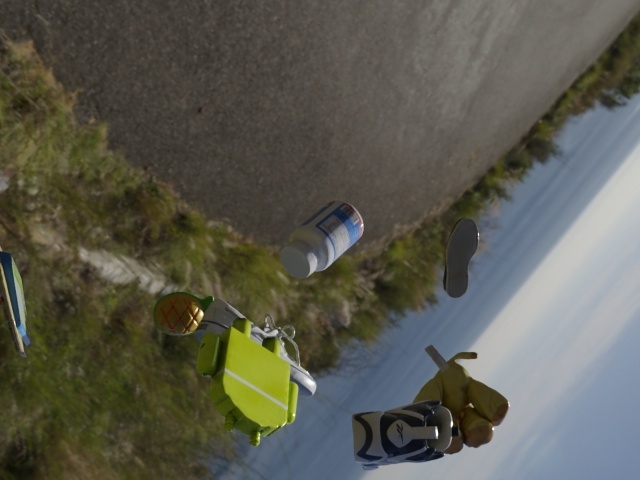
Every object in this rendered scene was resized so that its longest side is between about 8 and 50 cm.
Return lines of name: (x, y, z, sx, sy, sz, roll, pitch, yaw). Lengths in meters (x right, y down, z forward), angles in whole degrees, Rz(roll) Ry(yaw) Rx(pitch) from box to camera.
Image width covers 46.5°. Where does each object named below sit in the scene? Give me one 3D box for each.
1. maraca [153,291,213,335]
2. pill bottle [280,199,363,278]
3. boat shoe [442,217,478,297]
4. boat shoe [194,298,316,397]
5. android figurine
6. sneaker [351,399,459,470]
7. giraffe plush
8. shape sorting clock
maraca: (-0.370, 0.204, 2.071, 0.099, 0.185, 0.127, -130, -137, -73)
pill bottle: (0.000, 0.000, 1.847, 0.221, 0.124, 0.124, -39, 163, -41)
boat shoe: (0.317, 0.032, 1.742, 0.065, 0.075, 0.206, -113, -157, -60)
boat shoe: (-0.142, 0.258, 1.890, 0.136, 0.367, 0.156, -25, -143, 51)
android figurine: (-0.141, 0.284, 1.497, 0.056, 0.248, 0.273, -39, -151, 28)
sneaker: (0.135, 0.300, 1.144, 0.235, 0.153, 0.094, 67, 20, -66)
giraffe plush: (0.255, 0.334, 1.487, 0.181, 0.210, 0.170, -14, 148, -11)
shape sorting clock: (-0.546, 0.107, 1.308, 0.040, 0.206, 0.206, -10, 151, -18)
